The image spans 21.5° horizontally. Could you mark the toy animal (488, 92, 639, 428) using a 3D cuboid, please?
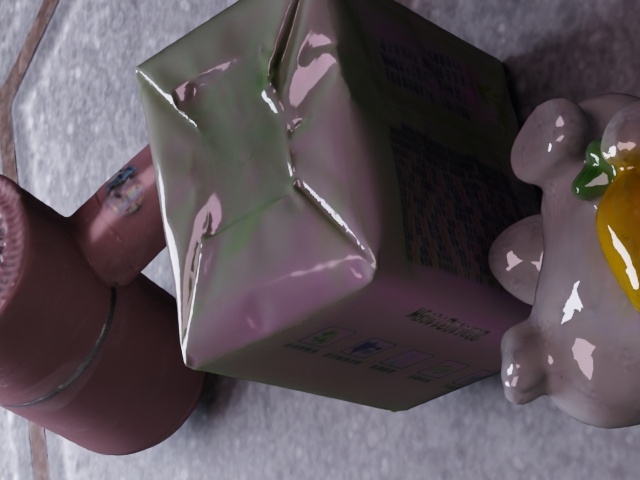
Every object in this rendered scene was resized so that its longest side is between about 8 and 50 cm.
[{"bbox_3d":[0.204,-0.013,0.707,0.325,0.154,0.208,-42,55,40],"label":"toy animal"}]

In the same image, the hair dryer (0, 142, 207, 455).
[{"bbox_3d":[-0.089,-0.018,1.085,0.352,0.210,0.125,-41,50,7],"label":"hair dryer"}]

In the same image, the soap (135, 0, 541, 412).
[{"bbox_3d":[0.019,-0.019,0.892,0.138,0.199,0.182,-26,64,28],"label":"soap"}]
